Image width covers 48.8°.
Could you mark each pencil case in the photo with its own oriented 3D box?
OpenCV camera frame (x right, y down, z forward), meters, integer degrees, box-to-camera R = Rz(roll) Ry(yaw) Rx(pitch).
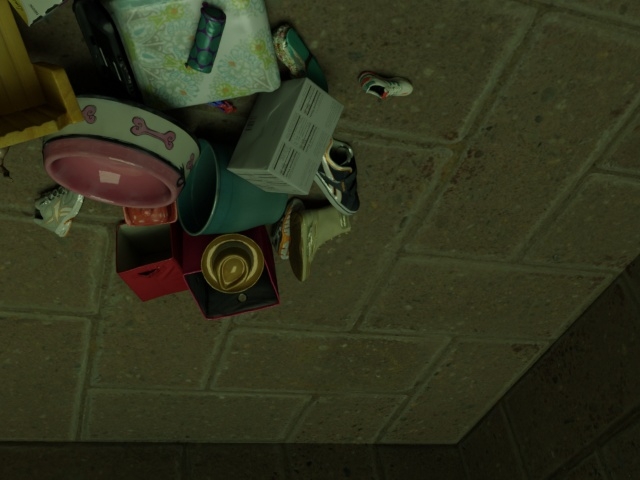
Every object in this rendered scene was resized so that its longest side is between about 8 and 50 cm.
[{"bbox_3d":[-0.267,-0.466,1.641,0.064,0.070,0.152,-16,145,-41],"label":"pencil case"}]

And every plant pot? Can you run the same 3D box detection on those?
[{"bbox_3d":[-0.244,-0.142,2.032,0.255,0.272,0.272,4,139,-35],"label":"plant pot"}]

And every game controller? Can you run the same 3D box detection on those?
[{"bbox_3d":[-0.497,-0.438,1.685,0.067,0.166,0.319,-42,152,-23],"label":"game controller"}]

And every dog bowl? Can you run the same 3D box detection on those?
[{"bbox_3d":[-0.525,-0.212,1.830,0.407,0.151,0.408,7,161,3],"label":"dog bowl"}]

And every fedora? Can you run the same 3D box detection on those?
[{"bbox_3d":[-0.253,0.079,2.023,0.194,0.079,0.195,-1,115,-3],"label":"fedora"}]

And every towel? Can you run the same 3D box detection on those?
[{"bbox_3d":[-0.306,-0.487,1.723,0.374,0.090,0.321,-9,135,2],"label":"towel"}]

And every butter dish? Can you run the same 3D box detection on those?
[{"bbox_3d":[-0.510,-0.103,2.085,0.160,0.118,0.160,-5,114,-6],"label":"butter dish"}]

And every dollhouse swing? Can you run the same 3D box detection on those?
[{"bbox_3d":[-0.743,-0.366,1.487,0.346,0.315,0.305,-23,117,-28],"label":"dollhouse swing"}]

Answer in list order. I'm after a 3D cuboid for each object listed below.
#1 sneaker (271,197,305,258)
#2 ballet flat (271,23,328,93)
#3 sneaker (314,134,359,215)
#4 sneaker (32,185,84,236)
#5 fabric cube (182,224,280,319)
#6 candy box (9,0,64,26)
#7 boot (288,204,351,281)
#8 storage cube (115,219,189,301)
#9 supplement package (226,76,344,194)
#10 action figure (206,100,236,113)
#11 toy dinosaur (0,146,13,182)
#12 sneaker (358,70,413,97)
[{"bbox_3d":[-0.112,-0.046,2.298,0.084,0.083,0.215,-7,126,-41],"label":"sneaker"},{"bbox_3d":[-0.059,-0.463,1.841,0.077,0.091,0.241,2,144,34],"label":"ballet flat"},{"bbox_3d":[0.060,-0.197,2.124,0.127,0.126,0.321,-22,137,22],"label":"sneaker"},{"bbox_3d":[-0.766,-0.113,2.062,0.121,0.099,0.262,20,130,-26],"label":"sneaker"},{"bbox_3d":[-0.285,0.059,2.242,0.254,0.258,0.259,-13,139,1],"label":"fabric cube"},{"bbox_3d":[-0.585,-0.595,1.519,0.233,0.071,0.159,-28,112,19],"label":"candy box"},{"bbox_3d":[0.000,0.000,2.300,0.203,0.095,0.262,-19,126,-29],"label":"boot"},{"bbox_3d":[-0.519,0.054,2.223,0.183,0.215,0.193,-15,145,4],"label":"storage cube"},{"bbox_3d":[-0.093,-0.270,1.853,0.145,0.262,0.204,30,167,-36],"label":"supplement package"},{"bbox_3d":[-0.276,-0.374,1.919,0.115,0.030,0.038,20,136,-38],"label":"action figure"},{"bbox_3d":[-0.848,-0.264,1.845,0.295,0.200,0.127,-1,146,36],"label":"toy dinosaur"},{"bbox_3d":[0.184,-0.413,1.939,0.161,0.075,0.057,8,136,-21],"label":"sneaker"}]
